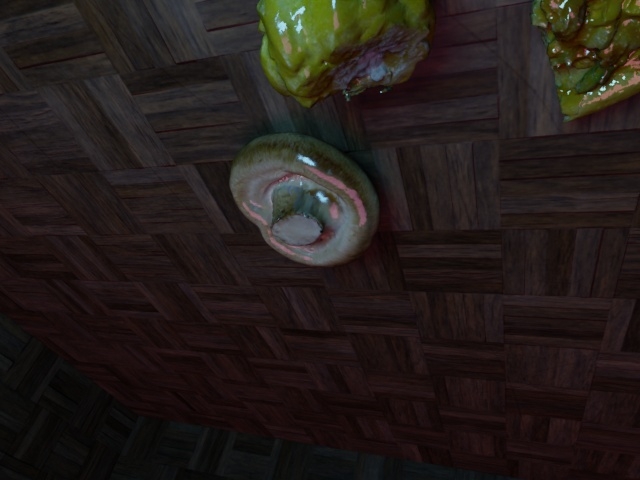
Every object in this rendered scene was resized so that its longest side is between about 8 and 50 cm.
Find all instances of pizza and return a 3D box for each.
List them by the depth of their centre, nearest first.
[{"bbox_3d":[0.361,-0.267,0.486,0.268,0.087,0.258,-15,134,32],"label":"pizza"}]

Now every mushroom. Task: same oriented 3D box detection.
[{"bbox_3d":[-0.028,-0.063,0.826,0.278,0.146,0.278,16,138,15],"label":"mushroom"}]

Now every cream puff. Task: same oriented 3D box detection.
[{"bbox_3d":[0.025,-0.265,0.525,0.194,0.221,0.195,40,141,43],"label":"cream puff"}]
